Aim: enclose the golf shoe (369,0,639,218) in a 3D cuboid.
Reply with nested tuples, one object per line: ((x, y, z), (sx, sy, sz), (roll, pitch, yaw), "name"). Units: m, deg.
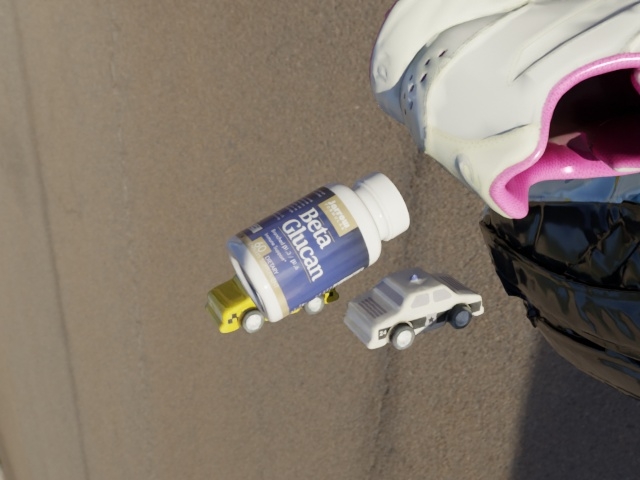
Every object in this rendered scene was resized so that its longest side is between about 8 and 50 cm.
((0.186, -0.096, 0.355), (0.115, 0.306, 0.140), (75, 175, -50), "golf shoe")

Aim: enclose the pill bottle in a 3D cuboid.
((0.000, 0.000, 0.669), (0.094, 0.169, 0.094), (54, 165, 22), "pill bottle")

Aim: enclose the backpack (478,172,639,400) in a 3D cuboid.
((0.293, 0.020, 0.579), (0.290, 0.273, 0.355), (50, 160, -12), "backpack")

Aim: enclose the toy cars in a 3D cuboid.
((0.028, 0.068, 0.951), (0.394, 0.176, 0.087), (4, 116, 15), "toy cars")
